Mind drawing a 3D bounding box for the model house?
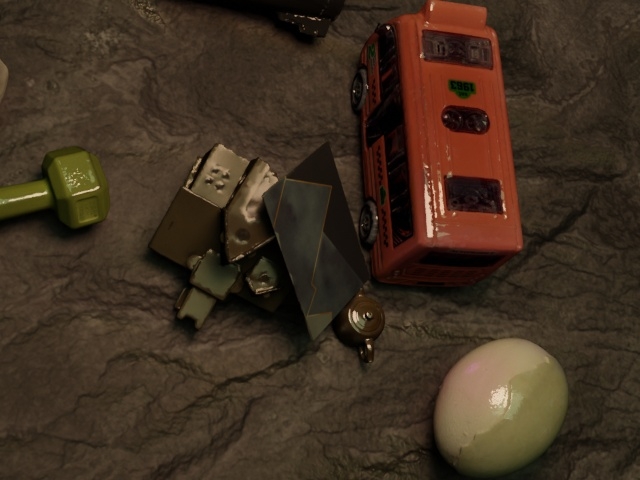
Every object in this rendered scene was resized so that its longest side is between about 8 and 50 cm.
[{"bbox_3d":[-0.130,0.012,1.218,0.211,0.204,0.243,29,81,-8],"label":"model house"}]

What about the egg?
[{"bbox_3d":[0.258,0.254,1.262,0.183,0.183,0.217,48,53,1],"label":"egg"}]

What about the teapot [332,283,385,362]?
[{"bbox_3d":[0.064,0.128,1.302,0.076,0.068,0.121,-2,72,-20],"label":"teapot"}]

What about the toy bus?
[{"bbox_3d":[0.181,-0.153,1.352,0.203,0.233,0.426,3,71,-18],"label":"toy bus"}]

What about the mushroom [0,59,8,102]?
[{"bbox_3d":[-0.531,-0.161,1.164,0.118,0.103,0.270,47,53,-28],"label":"mushroom"}]

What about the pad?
[{"bbox_3d":[0.000,0.000,1.203,0.163,0.004,0.243,-45,129,-40],"label":"pad"}]

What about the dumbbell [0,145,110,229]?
[{"bbox_3d":[-0.444,-0.047,1.160,0.302,0.121,0.108,-15,48,-24],"label":"dumbbell"}]

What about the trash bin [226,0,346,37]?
[{"bbox_3d":[-0.109,-0.477,1.380,0.302,0.203,0.252,7,103,-17],"label":"trash bin"}]
